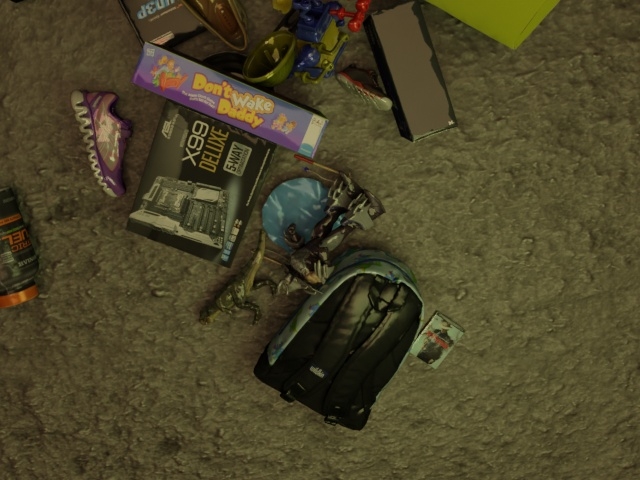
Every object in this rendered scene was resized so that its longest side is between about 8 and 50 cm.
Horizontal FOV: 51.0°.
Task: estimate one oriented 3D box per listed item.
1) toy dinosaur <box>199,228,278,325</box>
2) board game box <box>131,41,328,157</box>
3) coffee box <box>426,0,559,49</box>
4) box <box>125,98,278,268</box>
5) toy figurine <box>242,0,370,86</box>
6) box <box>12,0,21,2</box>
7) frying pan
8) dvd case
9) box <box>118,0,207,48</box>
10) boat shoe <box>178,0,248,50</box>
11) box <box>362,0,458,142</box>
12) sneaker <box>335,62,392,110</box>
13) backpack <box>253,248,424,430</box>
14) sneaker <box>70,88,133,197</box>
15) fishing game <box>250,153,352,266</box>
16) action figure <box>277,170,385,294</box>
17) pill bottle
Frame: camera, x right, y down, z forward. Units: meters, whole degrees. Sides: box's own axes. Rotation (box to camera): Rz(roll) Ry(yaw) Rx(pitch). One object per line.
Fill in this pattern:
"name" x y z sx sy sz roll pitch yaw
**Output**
"toy dinosaur" -0.166 0.114 1.511 0.118 0.064 0.268 36 100 -14
"board game box" -0.164 -0.273 1.297 0.347 0.233 0.078 21 102 -9
"coffee box" 0.326 -0.621 1.177 0.338 0.338 0.334 26 63 -7
"box" -0.250 -0.122 1.424 0.243 0.076 0.307 21 112 -8
"toy figurine" 0.009 -0.380 1.329 0.191 0.217 0.362 15 66 20
"box" -0.493 -0.688 1.304 0.395 0.097 0.318 -20 101 0
"frying pan" -0.173 -0.361 1.416 0.197 0.053 0.326 16 99 -8
"dvd case" 0.274 0.236 1.590 0.087 0.013 0.119 35 97 -10
"box" -0.297 -0.504 1.378 0.220 0.051 0.175 -25 103 2
"boat shoe" -0.224 -0.482 1.268 0.105 0.089 0.285 -35 135 13
"box" 0.179 -0.344 1.371 0.103 0.184 0.261 -21 102 1
"sneaker" 0.100 -0.329 1.401 0.065 0.061 0.158 -47 58 -4
"backpack" 0.068 0.188 1.466 0.290 0.273 0.355 28 121 -6
"sneaker" -0.442 -0.211 1.417 0.105 0.095 0.236 -15 102 -8
"fishing game" -0.036 -0.053 1.498 0.189 0.041 0.264 20 109 -7
"action figure" 0.000 0.000 1.416 0.285 0.185 0.099 -51 135 -1
"pill bottle" -0.685 0.017 1.431 0.131 0.130 0.245 -15 103 0
